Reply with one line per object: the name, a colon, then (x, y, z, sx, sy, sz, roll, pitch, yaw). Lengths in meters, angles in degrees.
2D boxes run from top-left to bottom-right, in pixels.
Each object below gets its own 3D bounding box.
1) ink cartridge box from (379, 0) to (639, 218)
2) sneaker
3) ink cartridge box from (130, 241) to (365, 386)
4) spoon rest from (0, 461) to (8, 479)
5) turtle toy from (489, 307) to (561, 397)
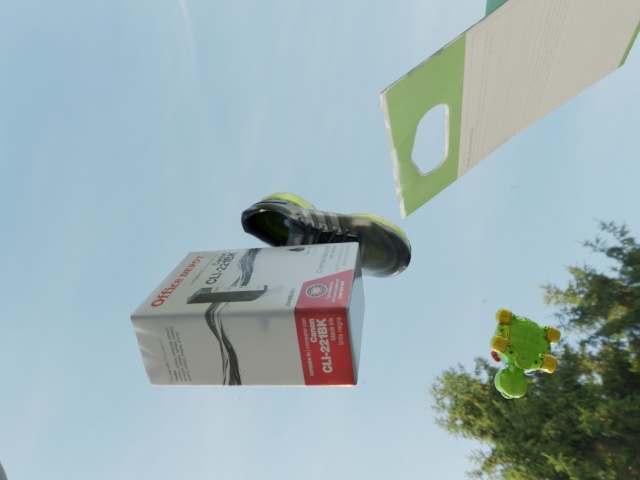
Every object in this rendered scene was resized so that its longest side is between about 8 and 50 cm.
ink cartridge box: (0.133, -0.132, 0.336, 0.235, 0.171, 0.056, -34, -116, -1)
sneaker: (0.000, 0.000, 0.781, 0.300, 0.121, 0.111, 14, -72, 22)
ink cartridge box: (-0.083, 0.096, 0.652, 0.272, 0.197, 0.114, -4, -68, 10)
spoon rest: (-0.381, 0.353, 0.515, 0.137, 0.084, 0.276, -7, -94, 11)
turtle toy: (0.289, 0.166, 0.694, 0.095, 0.066, 0.130, 22, -127, 11)
